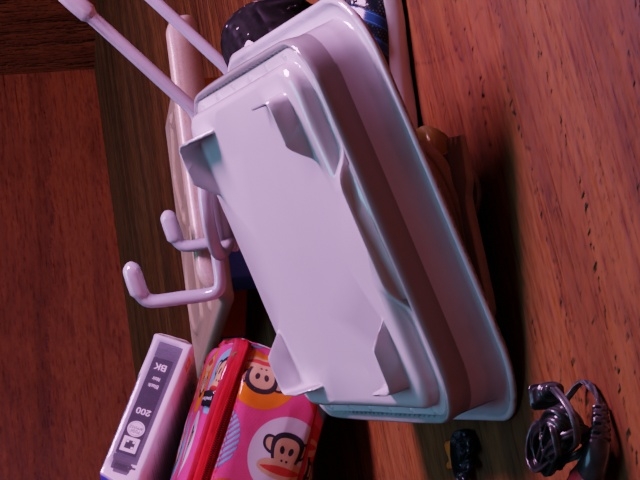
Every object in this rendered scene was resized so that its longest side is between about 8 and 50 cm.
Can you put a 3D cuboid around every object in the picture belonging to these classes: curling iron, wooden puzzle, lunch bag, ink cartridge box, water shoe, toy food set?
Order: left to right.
[{"bbox_3d":[-0.164,0.225,1.862,0.206,0.045,0.208,90,-164,-58],"label":"ink cartridge box"},{"bbox_3d":[-0.117,-0.040,2.223,0.348,0.080,0.322,101,162,-70],"label":"wooden puzzle"},{"bbox_3d":[-0.075,0.223,1.755,0.293,0.120,0.258,128,159,-82],"label":"lunch bag"},{"bbox_3d":[0.019,-0.129,1.414,0.073,0.080,0.203,111,152,-65],"label":"water shoe"},{"bbox_3d":[0.081,-0.009,1.282,0.192,0.038,0.132,180,78,-73],"label":"toy food set"},{"bbox_3d":[0.123,0.174,1.121,0.274,0.035,0.068,97,168,-45],"label":"curling iron"}]

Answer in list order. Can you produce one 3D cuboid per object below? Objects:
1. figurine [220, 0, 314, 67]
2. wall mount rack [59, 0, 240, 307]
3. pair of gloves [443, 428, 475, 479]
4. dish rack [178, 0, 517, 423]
[{"bbox_3d":[-0.018,-0.058,1.652,0.209,0.092,0.215,-113,20,-48],"label":"figurine"},{"bbox_3d":[-0.138,-0.111,1.878,0.350,0.130,0.304,-69,-28,-74],"label":"wall mount rack"},{"bbox_3d":[0.096,0.167,1.325,0.074,0.010,0.083,125,141,-76],"label":"pair of gloves"},{"bbox_3d":[0.000,0.000,1.321,0.285,0.072,0.333,68,163,-3],"label":"dish rack"}]
